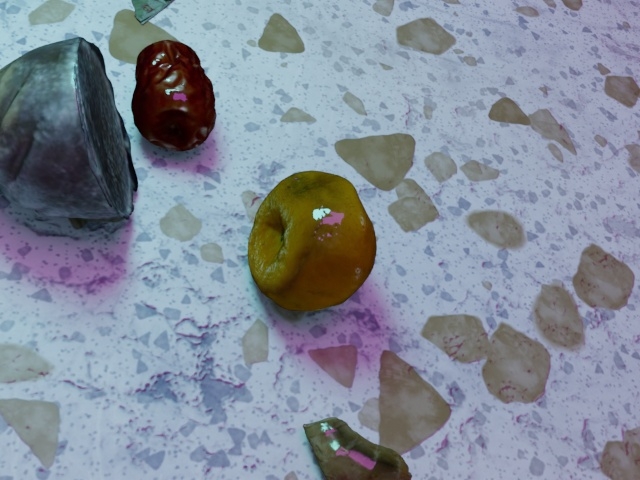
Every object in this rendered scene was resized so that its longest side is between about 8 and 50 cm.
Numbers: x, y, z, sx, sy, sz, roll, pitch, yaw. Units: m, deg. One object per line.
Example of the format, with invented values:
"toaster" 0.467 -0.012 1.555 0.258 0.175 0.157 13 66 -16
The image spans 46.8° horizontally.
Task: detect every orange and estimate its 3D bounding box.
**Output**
"orange" 0.000 0.000 1.250 0.183 0.249 0.249 14 51 -32

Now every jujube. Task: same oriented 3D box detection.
"jujube" -0.275 -0.275 1.374 0.155 0.155 0.230 0 56 -21

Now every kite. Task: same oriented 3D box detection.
"kite" -0.413 -0.548 1.597 0.250 0.012 0.229 -5 58 -23

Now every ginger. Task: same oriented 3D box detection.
"ginger" 0.055 0.334 1.132 0.190 0.069 0.095 27 27 -1

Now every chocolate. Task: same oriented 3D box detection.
"chocolate" -0.433 -0.156 1.172 0.212 0.303 0.303 -10 59 -2
